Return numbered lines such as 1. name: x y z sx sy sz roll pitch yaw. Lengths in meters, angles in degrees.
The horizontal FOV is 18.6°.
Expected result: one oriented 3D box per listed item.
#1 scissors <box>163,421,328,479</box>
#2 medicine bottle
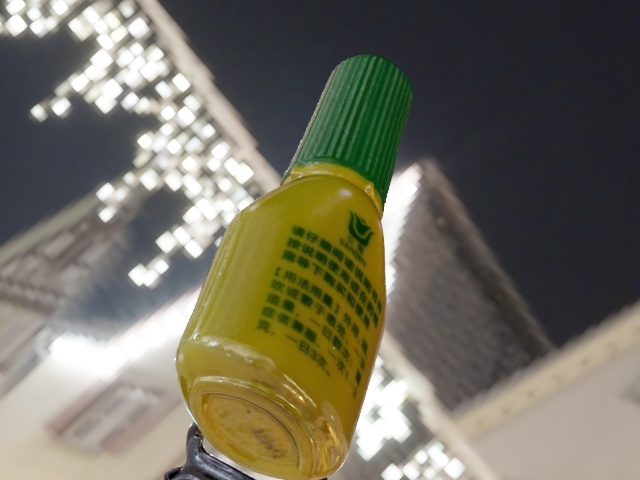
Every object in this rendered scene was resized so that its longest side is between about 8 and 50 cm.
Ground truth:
1. scissors: 0.028 0.192 1.129 0.300 0.109 0.022 27 -2 30
2. medicine bottle: 0.000 0.000 0.941 0.095 0.260 0.064 41 -50 -19
